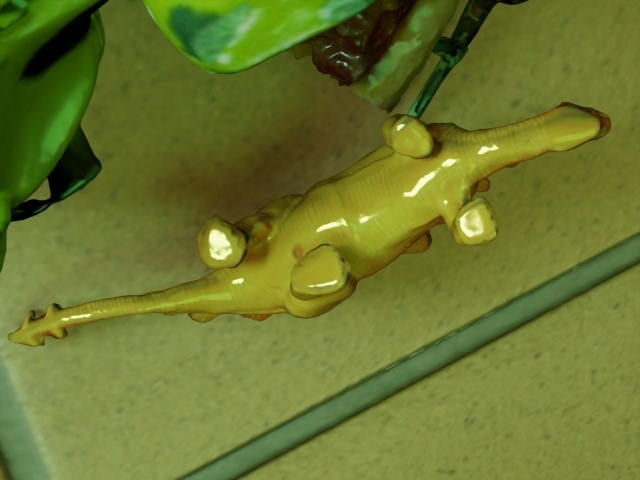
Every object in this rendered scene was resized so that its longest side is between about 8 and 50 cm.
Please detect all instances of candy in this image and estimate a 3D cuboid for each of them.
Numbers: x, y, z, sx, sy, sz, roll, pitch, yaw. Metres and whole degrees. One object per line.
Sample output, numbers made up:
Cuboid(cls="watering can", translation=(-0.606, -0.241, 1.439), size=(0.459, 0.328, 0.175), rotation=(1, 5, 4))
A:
Cuboid(cls="candy", translation=(0.060, -0.087, 0.828), size=(0.055, 0.049, 0.184), rotation=(-9, 140, -46))

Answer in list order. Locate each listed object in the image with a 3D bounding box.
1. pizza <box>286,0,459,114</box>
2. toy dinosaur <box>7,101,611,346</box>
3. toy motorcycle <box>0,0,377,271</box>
Cuboid(cls="pizza", translation=(-0.012, -0.155, 0.676), size=(0.229, 0.081, 0.289), rotation=(-16, 135, -26))
Cuboid(cls="toy dinosaur", translation=(0.000, 0.000, 0.812), size=(0.288, 0.070, 0.117), rotation=(-23, 173, 13))
Cuboid(cls="toy motorcycle", translation=(-0.110, -0.076, 0.554), size=(0.342, 0.142, 0.206), rotation=(-28, 167, 35))
